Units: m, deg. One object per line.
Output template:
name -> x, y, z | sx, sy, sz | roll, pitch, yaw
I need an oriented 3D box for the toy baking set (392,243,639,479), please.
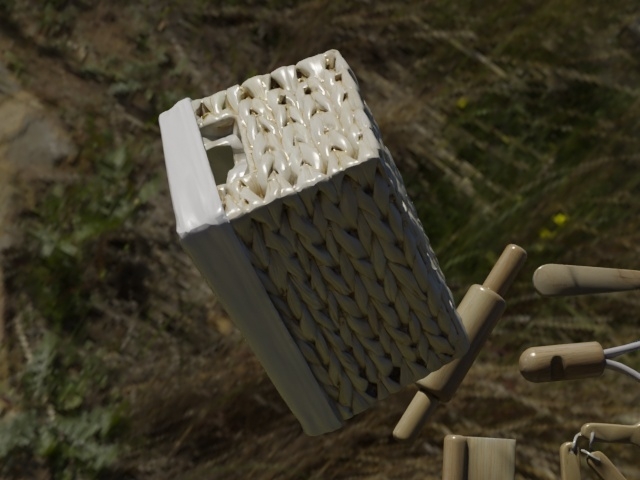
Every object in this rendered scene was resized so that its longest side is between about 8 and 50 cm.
toy baking set -> 0.176, 0.099, 0.916 | 0.196, 0.030, 0.256 | 28, 81, 0

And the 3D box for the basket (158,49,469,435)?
basket -> 0.000, 0.000, 0.676 | 0.113, 0.103, 0.167 | -107, 171, -49
